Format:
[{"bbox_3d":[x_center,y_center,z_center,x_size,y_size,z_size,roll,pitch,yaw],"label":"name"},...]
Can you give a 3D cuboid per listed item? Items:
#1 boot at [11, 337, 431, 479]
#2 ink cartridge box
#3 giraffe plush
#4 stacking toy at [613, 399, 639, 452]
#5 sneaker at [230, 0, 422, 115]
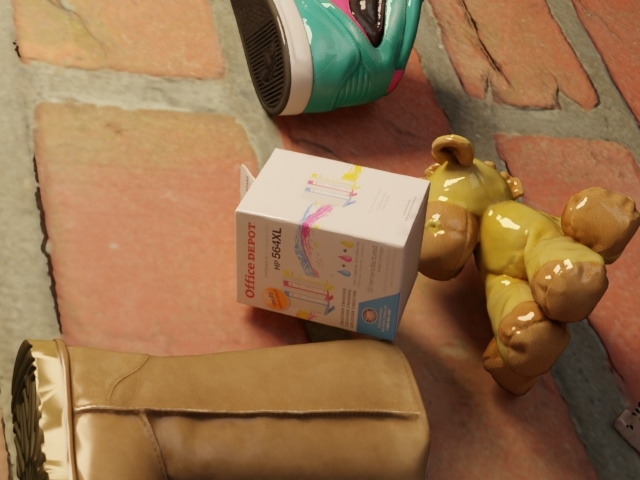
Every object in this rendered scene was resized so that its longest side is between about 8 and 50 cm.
[{"bbox_3d":[-0.047,0.156,0.626,0.269,0.089,0.236,6,52,-26],"label":"boot"},{"bbox_3d":[0.000,0.000,0.749,0.143,0.092,0.090,12,38,12],"label":"ink cartridge box"},{"bbox_3d":[0.146,-0.003,0.818,0.170,0.181,0.210,32,37,9],"label":"giraffe plush"},{"bbox_3d":[0.373,0.175,0.862,0.221,0.052,0.167,45,47,10],"label":"stacking toy"},{"bbox_3d":[0.014,-0.248,0.960,0.178,0.124,0.295,-1,62,-23],"label":"sneaker"}]
